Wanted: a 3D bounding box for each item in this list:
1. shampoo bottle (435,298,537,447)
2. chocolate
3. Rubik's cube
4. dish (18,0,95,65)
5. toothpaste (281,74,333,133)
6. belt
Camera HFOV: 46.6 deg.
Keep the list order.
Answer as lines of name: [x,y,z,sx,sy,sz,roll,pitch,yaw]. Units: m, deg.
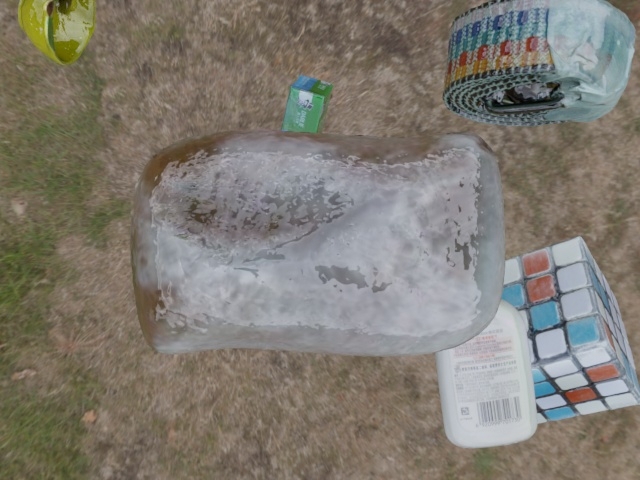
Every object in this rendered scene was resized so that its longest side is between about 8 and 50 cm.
shampoo bottle: [0.183,0.121,0.849,0.108,0.051,0.221,-7,91,2]
chocolate: [0.000,0.000,0.578,0.303,0.100,0.185,-1,85,-4]
Rubik's cube: [0.454,0.188,1.470,0.253,0.259,0.256,-19,137,27]
dish: [-0.424,-0.359,1.171,0.080,0.208,0.149,16,95,1]
toothpaste: [-0.040,-0.085,1.013,0.050,0.065,0.267,18,118,6]
belt: [0.302,-0.245,1.038,0.257,0.207,0.150,0,79,34]
